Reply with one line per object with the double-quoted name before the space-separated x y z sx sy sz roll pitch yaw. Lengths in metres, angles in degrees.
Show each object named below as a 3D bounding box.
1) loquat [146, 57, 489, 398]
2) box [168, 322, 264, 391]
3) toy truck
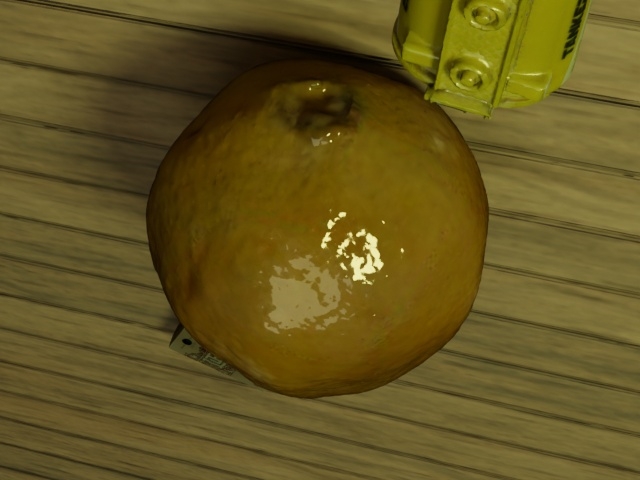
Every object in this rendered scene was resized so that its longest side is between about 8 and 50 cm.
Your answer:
"loquat" 0.000 0.000 0.890 0.187 0.176 0.234 31 149 14
"box" -0.068 0.081 1.191 0.083 0.024 0.053 24 149 -10
"toy truck" 0.087 -0.153 0.642 0.098 0.114 0.227 17 149 5
